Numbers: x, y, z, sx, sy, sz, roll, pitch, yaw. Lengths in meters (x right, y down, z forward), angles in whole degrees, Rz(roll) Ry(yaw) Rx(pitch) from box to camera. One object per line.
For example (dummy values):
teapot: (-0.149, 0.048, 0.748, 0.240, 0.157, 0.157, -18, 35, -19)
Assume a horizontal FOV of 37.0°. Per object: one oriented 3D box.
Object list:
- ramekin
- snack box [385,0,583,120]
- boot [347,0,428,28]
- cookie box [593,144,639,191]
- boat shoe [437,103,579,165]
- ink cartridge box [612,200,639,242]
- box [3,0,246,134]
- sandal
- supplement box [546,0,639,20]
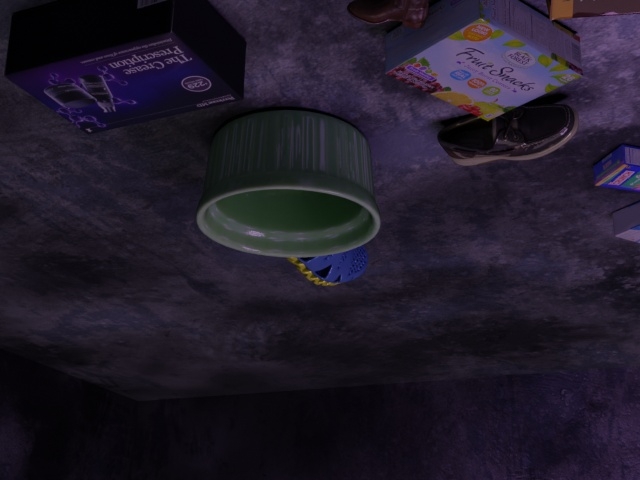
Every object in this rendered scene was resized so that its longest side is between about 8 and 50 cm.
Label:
ramekin: (-0.051, -0.092, 1.590, 0.303, 0.148, 0.303, 1, 158, 0)
snack box: (0.219, -0.250, 1.284, 0.207, 0.070, 0.174, 17, 154, -37)
boot: (0.091, -0.314, 1.179, 0.106, 0.037, 0.114, 6, 154, -3)
cookie box: (0.539, -0.121, 1.640, 0.107, 0.040, 0.092, 8, 158, -15)
boat shoe: (0.285, -0.167, 1.481, 0.223, 0.080, 0.073, -10, 162, 37)
ink cartridge box: (0.642, -0.032, 1.849, 0.122, 0.052, 0.088, 12, 156, -29)
box: (-0.257, -0.244, 1.281, 0.261, 0.103, 0.184, -9, 159, 23)
sandal: (0.000, 0.000, 1.871, 0.138, 0.126, 0.317, -20, 152, 34)
supplement box: (0.311, -0.326, 0.900, 0.194, 0.129, 0.191, -2, 127, 8)
